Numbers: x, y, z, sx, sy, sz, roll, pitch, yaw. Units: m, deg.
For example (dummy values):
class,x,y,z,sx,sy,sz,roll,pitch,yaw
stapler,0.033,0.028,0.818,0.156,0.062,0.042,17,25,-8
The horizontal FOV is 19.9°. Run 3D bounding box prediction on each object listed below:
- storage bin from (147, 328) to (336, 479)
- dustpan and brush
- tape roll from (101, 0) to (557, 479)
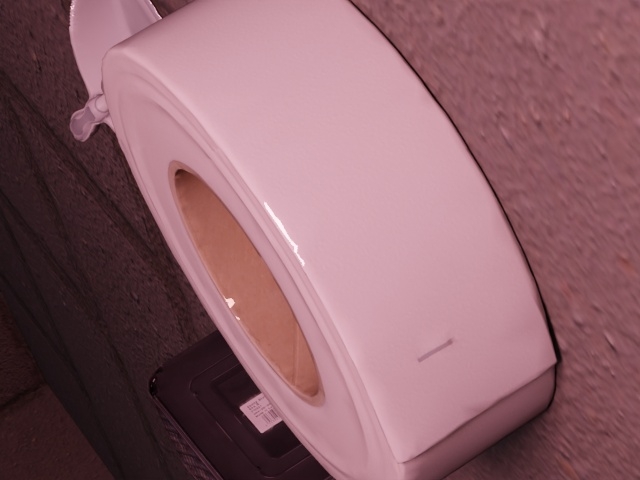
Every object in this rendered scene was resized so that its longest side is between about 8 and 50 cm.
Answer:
class,x,y,z,sx,sy,sz,roll,pitch,yaw
storage bin,-0.028,0.141,1.300,0.180,0.122,0.084,44,160,45
dustpan and brush,-0.143,-0.105,1.299,0.147,0.060,0.211,59,166,-2
tape roll,0.000,0.000,0.959,0.286,0.100,0.286,53,164,22
